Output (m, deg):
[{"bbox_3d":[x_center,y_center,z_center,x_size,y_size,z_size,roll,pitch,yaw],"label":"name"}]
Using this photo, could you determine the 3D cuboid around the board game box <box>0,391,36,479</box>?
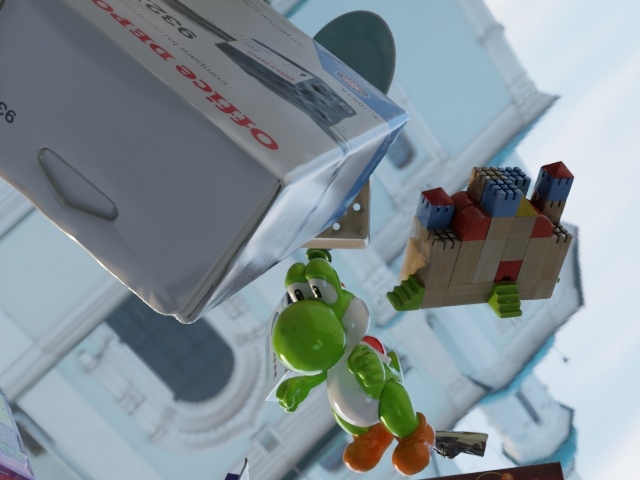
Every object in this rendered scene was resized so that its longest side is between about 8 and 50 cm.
[{"bbox_3d":[-0.623,0.292,1.721,0.056,0.347,0.208,-37,-125,-2],"label":"board game box"}]

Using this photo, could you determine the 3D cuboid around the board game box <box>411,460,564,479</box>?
[{"bbox_3d":[0.213,0.396,1.403,0.281,0.145,0.027,-5,161,-10],"label":"board game box"}]

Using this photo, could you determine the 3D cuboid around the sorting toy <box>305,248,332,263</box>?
[{"bbox_3d":[0.000,0.000,1.875,0.061,0.102,0.042,-1,-141,24],"label":"sorting toy"}]

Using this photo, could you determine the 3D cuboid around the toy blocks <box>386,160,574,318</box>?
[{"bbox_3d":[0.314,-0.017,1.842,0.381,0.261,0.191,-3,-146,-23],"label":"toy blocks"}]

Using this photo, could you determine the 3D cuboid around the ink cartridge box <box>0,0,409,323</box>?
[{"bbox_3d":[-0.087,-0.093,0.766,0.129,0.223,0.307,-53,173,23],"label":"ink cartridge box"}]

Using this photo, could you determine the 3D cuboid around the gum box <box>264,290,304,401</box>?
[{"bbox_3d":[-0.065,0.199,1.890,0.184,0.041,0.157,121,-29,-59],"label":"gum box"}]

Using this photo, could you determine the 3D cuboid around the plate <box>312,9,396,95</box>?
[{"bbox_3d":[0.028,-0.195,1.258,0.188,0.024,0.188,-20,-119,40],"label":"plate"}]

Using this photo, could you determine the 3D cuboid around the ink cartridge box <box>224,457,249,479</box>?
[{"bbox_3d":[-0.163,0.469,1.517,0.045,0.224,0.223,14,-136,13],"label":"ink cartridge box"}]

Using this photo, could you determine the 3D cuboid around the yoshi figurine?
[{"bbox_3d":[0.028,0.208,1.528,0.203,0.362,0.203,-28,-161,-3],"label":"yoshi figurine"}]

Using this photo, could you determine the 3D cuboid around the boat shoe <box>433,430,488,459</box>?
[{"bbox_3d":[0.224,0.351,1.732,0.056,0.152,0.049,155,-62,-64],"label":"boat shoe"}]

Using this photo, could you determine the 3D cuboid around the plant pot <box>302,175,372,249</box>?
[{"bbox_3d":[0.012,-0.041,1.186,0.109,0.109,0.096,2,-176,-8],"label":"plant pot"}]
